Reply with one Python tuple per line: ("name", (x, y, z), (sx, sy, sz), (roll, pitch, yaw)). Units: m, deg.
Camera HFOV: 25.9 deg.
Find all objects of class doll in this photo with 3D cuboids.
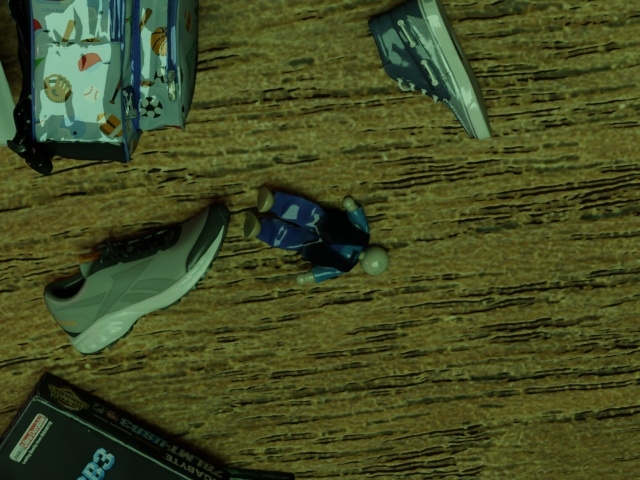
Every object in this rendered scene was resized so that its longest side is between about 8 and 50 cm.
("doll", (0.000, 0.000, 1.716), (0.189, 0.046, 0.129), (20, 108, -21))

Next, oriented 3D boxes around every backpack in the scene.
("backpack", (-0.231, -0.232, 1.456), (0.213, 0.276, 0.263), (-8, 114, -4))

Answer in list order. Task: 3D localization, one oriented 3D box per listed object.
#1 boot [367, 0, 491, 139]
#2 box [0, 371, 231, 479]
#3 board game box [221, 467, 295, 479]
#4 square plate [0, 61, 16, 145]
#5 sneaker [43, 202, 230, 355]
("boot", (0.128, -0.191, 1.609), (0.086, 0.069, 0.190), (-20, 111, 16))
("box", (-0.320, 0.362, 1.880), (0.293, 0.073, 0.295), (31, 113, -14))
("board game box", (-0.110, 0.402, 1.954), (0.126, 0.026, 0.186), (7, 119, -6))
("square plate", (-0.516, -0.238, 1.470), (0.344, 0.049, 0.347), (3, 129, 18))
("sneaker", (-0.224, 0.035, 1.696), (0.271, 0.100, 0.108), (-34, 111, 16))
